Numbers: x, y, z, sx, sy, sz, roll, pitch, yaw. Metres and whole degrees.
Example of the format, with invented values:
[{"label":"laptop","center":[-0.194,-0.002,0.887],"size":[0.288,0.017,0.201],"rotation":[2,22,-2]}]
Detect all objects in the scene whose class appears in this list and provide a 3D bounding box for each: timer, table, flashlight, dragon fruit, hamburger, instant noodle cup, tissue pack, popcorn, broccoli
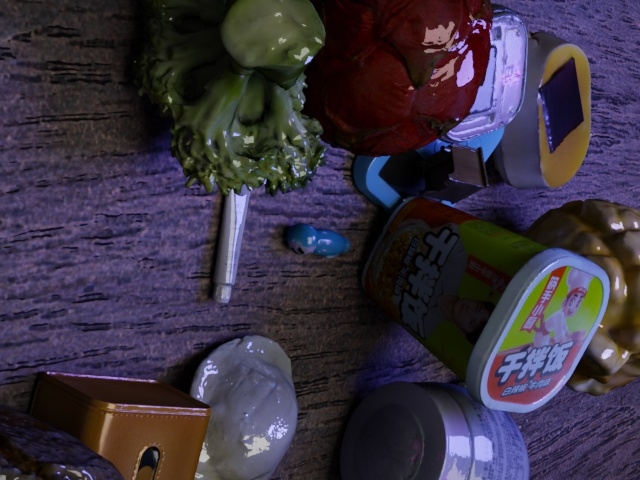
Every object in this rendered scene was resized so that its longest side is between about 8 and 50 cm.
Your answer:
[{"label":"timer","center":[0.244,-0.261,1.463],"size":[0.190,0.069,0.209],"rotation":[-20,124,-28]},{"label":"table","center":[0.207,-0.109,1.488],"size":[0.082,0.083,0.070],"rotation":[9,66,-37]},{"label":"flashlight","center":[0.000,0.000,1.426],"size":[0.129,0.051,0.051],"rotation":[5,97,-50]},{"label":"dragon fruit","center":[0.095,-0.261,1.276],"size":[0.277,0.277,0.343],"rotation":[-15,128,-43]},{"label":"hamburger","center":[0.389,-0.235,1.697],"size":[0.227,0.151,0.295],"rotation":[-31,127,-39]},{"label":"instant noodle cup","center":[0.246,0.084,1.485],"size":[0.293,0.308,0.294],"rotation":[-23,129,-32]},{"label":"tissue pack","center":[-0.271,0.318,1.158],"size":[0.194,0.145,0.275],"rotation":[14,89,-45]},{"label":"popcorn","center":[0.508,0.098,1.715],"size":[0.344,0.390,0.354],"rotation":[16,109,-26]},{"label":"timer","center":[0.182,-0.149,1.550],"size":[0.232,0.091,0.250],"rotation":[36,77,-45]},{"label":"broccoli","center":[-0.079,-0.190,1.065],"size":[0.274,0.397,0.353],"rotation":[-36,133,-4]}]

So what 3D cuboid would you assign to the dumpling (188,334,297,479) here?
[{"label":"dumpling","center":[-0.120,0.241,1.311],"size":[0.179,0.131,0.252],"rotation":[38,62,-31]}]

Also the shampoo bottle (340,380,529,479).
[{"label":"shampoo bottle","center":[0.194,0.374,1.561],"size":[0.266,0.273,0.273],"rotation":[24,82,-37]}]

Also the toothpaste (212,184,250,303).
[{"label":"toothpaste","center":[-0.126,-0.007,1.307],"size":[0.048,0.031,0.191],"rotation":[9,91,-44]}]

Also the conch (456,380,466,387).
[{"label":"conch","center":[0.295,0.315,1.802],"size":[0.170,0.079,0.106],"rotation":[-1,107,-62]}]

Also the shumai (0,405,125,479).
[{"label":"shumai","center":[-0.391,0.322,0.953],"size":[0.346,0.217,0.283],"rotation":[21,91,-19]}]
